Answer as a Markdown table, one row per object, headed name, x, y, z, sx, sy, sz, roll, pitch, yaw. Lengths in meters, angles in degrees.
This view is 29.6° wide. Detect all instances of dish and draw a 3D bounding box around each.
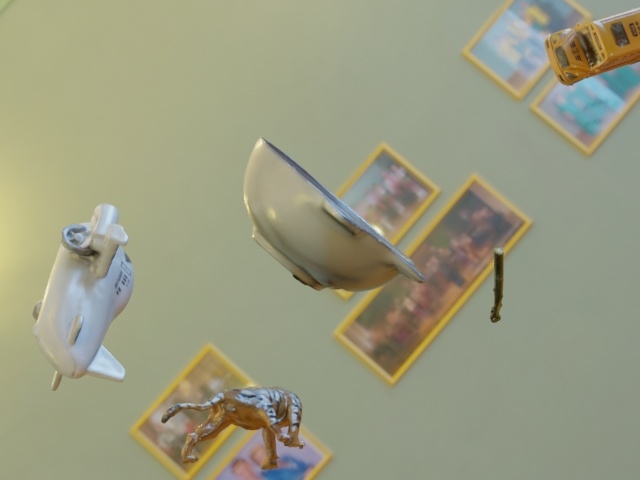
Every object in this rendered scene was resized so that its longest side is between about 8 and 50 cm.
| name | x | y | z | sx | sy | sz | roll | pitch | yaw |
| --- | --- | --- | --- | --- | --- | --- | --- | --- | --- |
| dish | 0.000 | 0.000 | 1.219 | 0.086 | 0.228 | 0.236 | -50 | -16 | 4 |

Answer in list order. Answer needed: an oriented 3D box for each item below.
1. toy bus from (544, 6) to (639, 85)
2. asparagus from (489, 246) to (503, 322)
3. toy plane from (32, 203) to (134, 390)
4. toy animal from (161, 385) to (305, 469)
| name | x | y | z | sx | sy | sz | roll | pitch | yaw |
| --- | --- | --- | --- | --- | --- | --- | --- | --- | --- |
| toy bus | 0.370 | -0.254 | 1.553 | 0.162 | 0.069 | 0.074 | -20 | -3 | -25 |
| asparagus | 0.226 | 0.059 | 1.544 | 0.015 | 0.018 | 0.127 | -43 | -36 | -36 |
| toy plane | -0.309 | 0.078 | 1.592 | 0.267 | 0.123 | 0.266 | -164 | 90 | -73 |
| toy animal | -0.106 | 0.229 | 1.599 | 0.114 | 0.116 | 0.255 | -29 | -27 | 29 |
